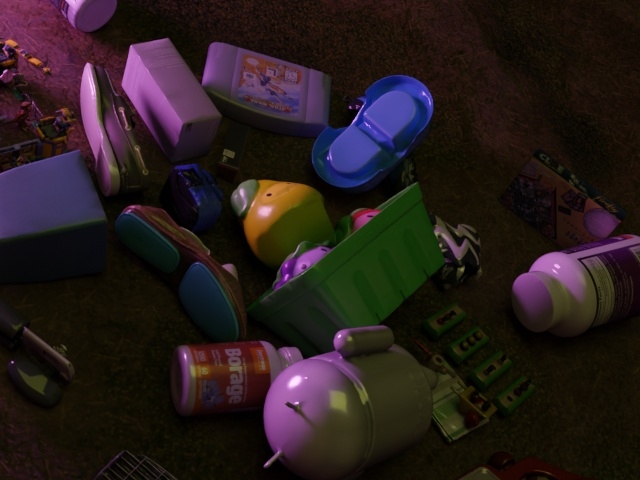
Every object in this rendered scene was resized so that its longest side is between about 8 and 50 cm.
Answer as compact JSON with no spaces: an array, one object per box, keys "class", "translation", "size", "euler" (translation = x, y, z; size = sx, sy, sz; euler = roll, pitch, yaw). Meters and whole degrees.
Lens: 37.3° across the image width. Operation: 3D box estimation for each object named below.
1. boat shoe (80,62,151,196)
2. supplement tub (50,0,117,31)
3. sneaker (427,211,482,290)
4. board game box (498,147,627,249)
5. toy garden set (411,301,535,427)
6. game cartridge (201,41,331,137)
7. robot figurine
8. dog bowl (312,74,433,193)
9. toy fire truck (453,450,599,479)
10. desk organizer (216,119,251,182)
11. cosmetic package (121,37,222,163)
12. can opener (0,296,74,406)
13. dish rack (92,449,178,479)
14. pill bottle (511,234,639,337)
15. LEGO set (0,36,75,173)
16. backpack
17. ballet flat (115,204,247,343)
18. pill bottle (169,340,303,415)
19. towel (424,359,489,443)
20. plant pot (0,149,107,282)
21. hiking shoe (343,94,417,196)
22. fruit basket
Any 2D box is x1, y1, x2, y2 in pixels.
[{"class":"boat shoe","translation":[-0.412,-0.223,1.891],"size":[0.091,0.109,0.305],"euler":[-5,62,-27]},{"class":"supplement tub","translation":[-0.548,-0.560,2.088],"size":[0.190,0.117,0.117],"euler":[46,50,15]},{"class":"sneaker","translation":[0.238,0.029,1.977],"size":[0.235,0.094,0.153],"euler":[16,40,-24]},{"class":"board game box","translation":[0.545,-0.077,2.149],"size":[0.243,0.165,0.042],"euler":[39,49,8]},{"class":"toy garden set","translation":[0.292,0.237,1.847],"size":[0.244,0.049,0.204],"euler":[48,42,16]},{"class":"game cartridge","translation":[-0.120,-0.334,2.140],"size":[0.297,0.062,0.198],"euler":[14,46,-13]},{"class":"robot figurine","translation":[0.048,0.280,1.576],"size":[0.200,0.299,0.353],"euler":[19,19,39]},{"class":"dog bowl","translation":[0.119,-0.221,2.044],"size":[0.297,0.074,0.166],"euler":[-44,63,-4]},{"class":"toy fire truck","translation":[0.355,0.476,1.647],"size":[0.302,0.169,0.254],"euler":[-21,46,-36]},{"class":"desk organizer","translation":[-0.186,-0.186,1.993],"size":[0.047,0.050,0.130],"euler":[18,49,-9]},{"class":"cosmetic package","translation":[-0.313,-0.291,1.973],"size":[0.107,0.127,0.238],"euler":[-21,66,-35]},{"class":"can opener","translation":[-0.520,0.155,1.564],"size":[0.280,0.074,0.093],"euler":[39,50,10]},{"class":"dish rack","translation":[-0.308,0.456,1.423],"size":[0.208,0.074,0.271],"euler":[39,47,7]},{"class":"pill bottle","translation":[0.565,0.099,2.007],"size":[0.323,0.181,0.181],"euler":[-12,59,-30]},{"class":"LEGO set","translation":[-0.617,-0.290,1.793],"size":[0.255,0.192,0.331],"euler":[-14,61,-32]},{"class":"backpack","translation":[-0.241,-0.080,1.855],"size":[0.101,0.098,0.120],"euler":[-12,59,-35]},{"class":"ballet flat","translation":[-0.233,0.052,1.764],"size":[0.342,0.116,0.124],"euler":[41,30,16]},{"class":"pill bottle","translation":[-0.142,0.234,1.633],"size":[0.216,0.121,0.121],"euler":[-1,55,-24]},{"class":"towel","translation":[0.240,0.306,1.814],"size":[0.113,0.023,0.152],"euler":[-18,61,-36]},{"class":"plant pot","translation":[-0.512,-0.026,1.656],"size":[0.234,0.165,0.165],"euler":[-14,60,-24]},{"class":"hiking shoe","translation":[0.140,-0.201,2.133],"size":[0.132,0.113,0.304],"euler":[-12,61,5]},{"class":"fruit basket","translation":[0.000,0.000,1.807],"size":[0.392,0.283,0.392],"euler":[15,61,-29]}]
